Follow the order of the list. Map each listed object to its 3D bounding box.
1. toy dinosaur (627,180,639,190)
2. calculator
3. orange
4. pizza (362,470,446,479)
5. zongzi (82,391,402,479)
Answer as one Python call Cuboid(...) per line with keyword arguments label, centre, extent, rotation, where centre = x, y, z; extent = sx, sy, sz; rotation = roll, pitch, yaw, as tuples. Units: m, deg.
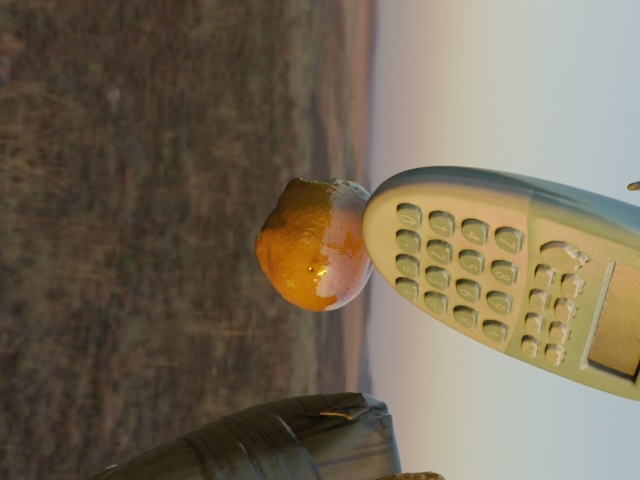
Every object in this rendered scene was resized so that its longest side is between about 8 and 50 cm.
Cuboid(label="toy dinosaur", centre=(0.395, -0.008, 1.272), extent=(0.162, 0.294, 0.077), rotation=(55, -17, 8))
Cuboid(label="calculator", centre=(0.165, 0.032, 0.767), extent=(0.184, 0.295, 0.042), rotation=(86, 27, -55))
Cuboid(label="orange", centre=(0.000, 0.000, 1.325), extent=(0.156, 0.134, 0.156), rotation=(-159, -90, -88))
Cuboid(label="pizza", centre=(-0.039, 0.280, 0.904), extent=(0.182, 0.365, 0.074), rotation=(53, 19, -27))
Cuboid(label="zongzi", centre=(-0.168, 0.351, 1.495), extent=(0.467, 0.500, 0.218), rotation=(130, -57, -72))
